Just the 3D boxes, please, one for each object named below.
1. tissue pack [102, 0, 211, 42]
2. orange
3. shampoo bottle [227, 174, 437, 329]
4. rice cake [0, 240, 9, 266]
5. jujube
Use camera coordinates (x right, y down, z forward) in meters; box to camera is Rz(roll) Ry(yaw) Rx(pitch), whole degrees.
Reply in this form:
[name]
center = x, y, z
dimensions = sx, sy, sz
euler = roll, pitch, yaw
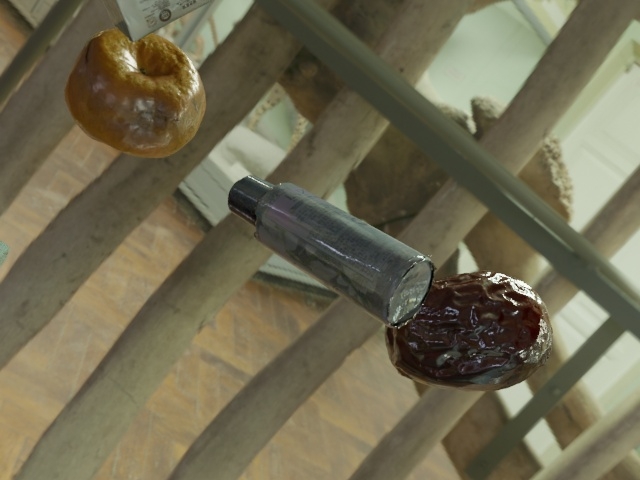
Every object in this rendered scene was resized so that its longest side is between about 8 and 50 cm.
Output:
[tissue pack]
center = -0.273, -0.470, 1.149
dimensions = 0.145, 0.229, 0.159
euler = 42, -22, 33
[orange]
center = -0.341, -0.250, 1.245
dimensions = 0.249, 0.183, 0.249
euler = 17, 52, -23
[shampoo bottle]
center = 0.000, 0.000, 0.612
dimensions = 0.214, 0.072, 0.072
euler = 31, 7, 35
[rice cake]
center = -0.487, 0.047, 0.925
dimensions = 0.045, 0.042, 0.245
euler = 28, 12, -8
[jujube]
center = 0.225, 0.138, 1.039
dimensions = 0.243, 0.183, 0.183
euler = 0, 25, -8
